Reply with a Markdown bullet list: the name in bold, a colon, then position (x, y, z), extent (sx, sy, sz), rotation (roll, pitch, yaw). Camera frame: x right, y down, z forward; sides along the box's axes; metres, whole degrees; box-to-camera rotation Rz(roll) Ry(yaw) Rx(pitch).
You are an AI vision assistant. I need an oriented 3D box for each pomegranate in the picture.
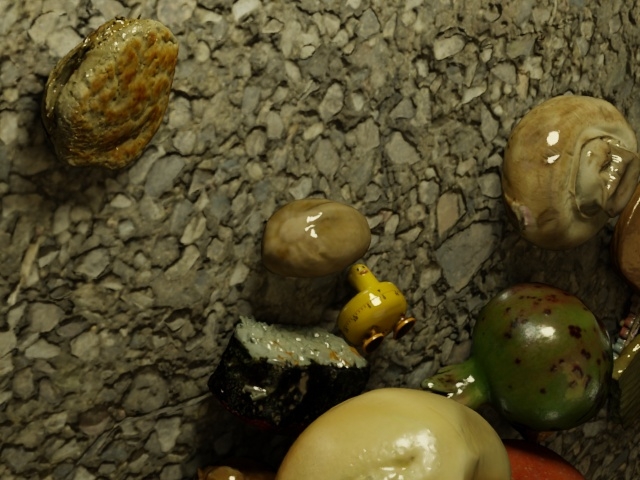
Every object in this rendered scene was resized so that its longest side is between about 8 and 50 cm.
- **pomegranate**: position (0.315, 0.211, 1.826), extent (0.306, 0.242, 0.242), rotation (-43, 130, -15)

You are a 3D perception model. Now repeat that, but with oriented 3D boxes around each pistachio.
- **pistachio**: position (0.000, 0.000, 1.573), extent (0.185, 0.108, 0.126), rotation (-9, 139, -43)

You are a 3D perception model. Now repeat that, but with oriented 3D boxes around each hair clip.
- **hair clip**: position (0.566, 0.147, 2.125), extent (0.214, 0.056, 0.062), rotation (-58, 160, 6)

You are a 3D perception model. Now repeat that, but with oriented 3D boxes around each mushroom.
- **mushroom**: position (0.376, -0.096, 1.775), extent (0.255, 0.184, 0.255), rotation (-32, 135, -38)

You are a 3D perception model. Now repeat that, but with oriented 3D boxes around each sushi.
- **sushi**: position (-0.038, 0.187, 1.608), extent (0.225, 0.136, 0.126), rotation (20, 106, -47)

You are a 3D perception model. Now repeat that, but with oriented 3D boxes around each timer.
- **timer**: position (0.069, 0.097, 1.695), extent (0.107, 0.109, 0.107), rotation (-30, 155, -15)

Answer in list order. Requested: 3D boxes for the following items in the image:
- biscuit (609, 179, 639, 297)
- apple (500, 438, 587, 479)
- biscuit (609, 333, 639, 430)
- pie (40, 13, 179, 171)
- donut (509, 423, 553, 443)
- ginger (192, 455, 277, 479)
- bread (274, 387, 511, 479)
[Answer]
- **biscuit**: position (0.640, -0.004, 2.058), extent (0.277, 0.052, 0.262), rotation (39, 83, -25)
- **apple**: position (0.298, 0.492, 1.887), extent (0.348, 0.277, 0.348), rotation (-1, 99, -5)
- **biscuit**: position (0.588, 0.232, 2.147), extent (0.187, 0.036, 0.273), rotation (-46, 148, -15)
- **pie**: position (-0.234, -0.164, 1.330), extent (0.193, 0.079, 0.163), rotation (-51, 142, -9)
- **donut**: position (0.371, 0.276, 2.023), extent (0.140, 0.059, 0.140), rotation (-16, 119, -32)
- **ginger**: position (-0.184, 0.453, 1.587), extent (0.418, 0.176, 0.254), rotation (-36, 131, -31)
- **bread**: position (0.093, 0.368, 1.603), extent (0.348, 0.253, 0.376), rotation (-66, 156, 0)
